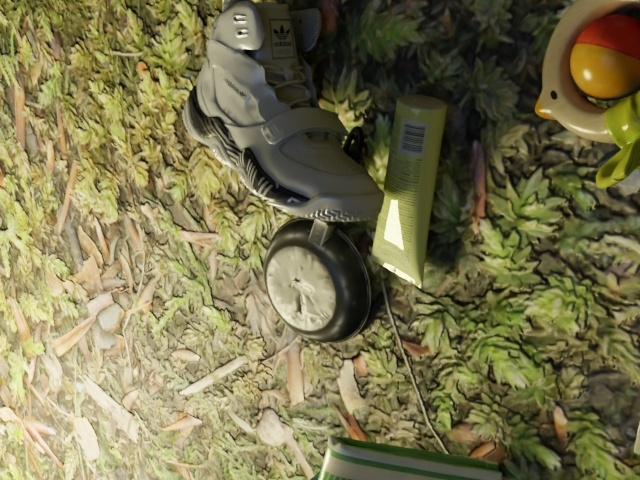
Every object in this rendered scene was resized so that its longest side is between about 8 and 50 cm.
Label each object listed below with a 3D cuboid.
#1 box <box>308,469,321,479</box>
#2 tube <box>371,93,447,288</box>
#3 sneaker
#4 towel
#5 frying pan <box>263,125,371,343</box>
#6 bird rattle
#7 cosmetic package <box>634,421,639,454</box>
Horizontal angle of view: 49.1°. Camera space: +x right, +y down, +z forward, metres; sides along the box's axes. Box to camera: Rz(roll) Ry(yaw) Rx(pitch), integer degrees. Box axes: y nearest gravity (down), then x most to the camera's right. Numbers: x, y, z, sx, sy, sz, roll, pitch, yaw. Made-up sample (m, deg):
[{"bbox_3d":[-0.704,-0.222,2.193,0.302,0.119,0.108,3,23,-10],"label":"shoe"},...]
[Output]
[{"bbox_3d":[0.019,0.462,1.082,0.060,0.101,0.244,17,114,31],"label":"box"},{"bbox_3d":[0.110,-0.061,0.886,0.062,0.070,0.240,4,117,-3],"label":"tube"},{"bbox_3d":[-0.044,-0.179,0.890,0.366,0.138,0.210,38,125,37],"label":"sneaker"},{"bbox_3d":[0.107,0.427,0.982,0.248,0.038,0.324,8,112,5],"label":"towel"},{"bbox_3d":[0.017,0.023,0.987,0.197,0.053,0.326,50,130,15],"label":"frying pan"},{"bbox_3d":[0.303,-0.176,0.662,0.207,0.143,0.253,30,118,46],"label":"bird rattle"},{"bbox_3d":[0.404,0.215,0.751,0.115,0.041,0.060,16,112,33],"label":"cosmetic package"}]
